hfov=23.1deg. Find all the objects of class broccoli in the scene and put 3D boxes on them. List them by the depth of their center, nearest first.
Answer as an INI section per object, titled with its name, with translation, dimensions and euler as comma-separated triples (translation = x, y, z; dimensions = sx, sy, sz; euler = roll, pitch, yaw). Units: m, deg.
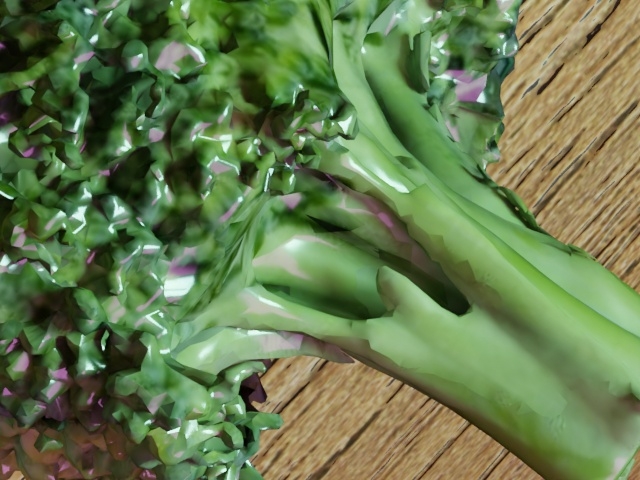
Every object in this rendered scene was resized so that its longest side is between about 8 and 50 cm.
[broccoli]
translation = -0.021, 0.001, 0.653
dimensions = 0.249, 0.302, 0.375
euler = -34, -177, 29
